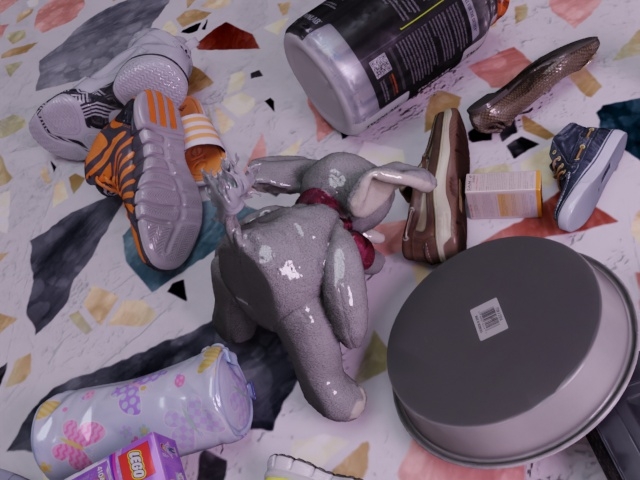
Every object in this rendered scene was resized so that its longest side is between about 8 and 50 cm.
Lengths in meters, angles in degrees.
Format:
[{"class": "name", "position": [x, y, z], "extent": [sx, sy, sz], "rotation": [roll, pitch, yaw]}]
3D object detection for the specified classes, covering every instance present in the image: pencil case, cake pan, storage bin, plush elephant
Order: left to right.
[{"class": "pencil case", "position": [-0.224, 0.223, 0.839], "extent": [0.273, 0.113, 0.124], "rotation": [-19, 79, 10]}, {"class": "plush elephant", "position": [0.000, 0.000, 0.844], "extent": [0.255, 0.330, 0.271], "rotation": [-32, 36, -31]}, {"class": "cake pan", "position": [0.196, 0.106, 0.742], "extent": [0.293, 0.054, 0.293], "rotation": [-28, 34, 21]}, {"class": "storage bin", "position": [0.343, 0.206, 0.650], "extent": [0.122, 0.084, 0.180], "rotation": [-21, 50, 6]}]

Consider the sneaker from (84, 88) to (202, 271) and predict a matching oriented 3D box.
[{"class": "sneaker", "position": [-0.305, -0.080, 1.121], "extent": [0.180, 0.124, 0.321], "rotation": [-26, 62, 35]}]

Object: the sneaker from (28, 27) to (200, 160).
[{"class": "sneaker", "position": [-0.392, -0.291, 1.301], "extent": [0.365, 0.137, 0.210], "rotation": [-18, 35, 24]}]

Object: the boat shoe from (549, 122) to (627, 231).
[{"class": "boat shoe", "position": [0.339, -0.088, 0.896], "extent": [0.083, 0.065, 0.183], "rotation": [21, 57, 34]}]

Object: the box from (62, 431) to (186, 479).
[{"class": "box", "position": [-0.209, 0.378, 0.682], "extent": [0.200, 0.057, 0.293], "rotation": [-28, 57, 3]}]

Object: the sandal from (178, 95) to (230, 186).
[{"class": "sandal", "position": [-0.245, -0.199, 1.201], "extent": [0.101, 0.076, 0.265], "rotation": [-28, 50, -1]}]

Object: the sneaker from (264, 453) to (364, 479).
[{"class": "sneaker", "position": [0.017, 0.304, 0.713], "extent": [0.208, 0.081, 0.094], "rotation": [2, 55, 37]}]

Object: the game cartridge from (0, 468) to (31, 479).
[{"class": "game cartridge", "position": [-0.374, 0.411, 0.800], "extent": [0.297, 0.062, 0.198], "rotation": [23, 61, 34]}]

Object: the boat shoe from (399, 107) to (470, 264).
[{"class": "boat shoe", "position": [0.156, -0.083, 0.943], "extent": [0.095, 0.095, 0.258], "rotation": [-7, 52, 24]}]

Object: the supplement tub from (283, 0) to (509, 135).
[{"class": "supplement tub", "position": [0.126, -0.343, 1.078], "extent": [0.338, 0.207, 0.207], "rotation": [-36, 50, -7]}]

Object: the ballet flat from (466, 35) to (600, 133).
[{"class": "ballet flat", "position": [0.334, -0.238, 1.020], "extent": [0.249, 0.058, 0.084], "rotation": [-35, 14, -13]}]

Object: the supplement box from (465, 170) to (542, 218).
[{"class": "supplement box", "position": [0.252, -0.062, 0.906], "extent": [0.098, 0.062, 0.036], "rotation": [0, 55, 21]}]
